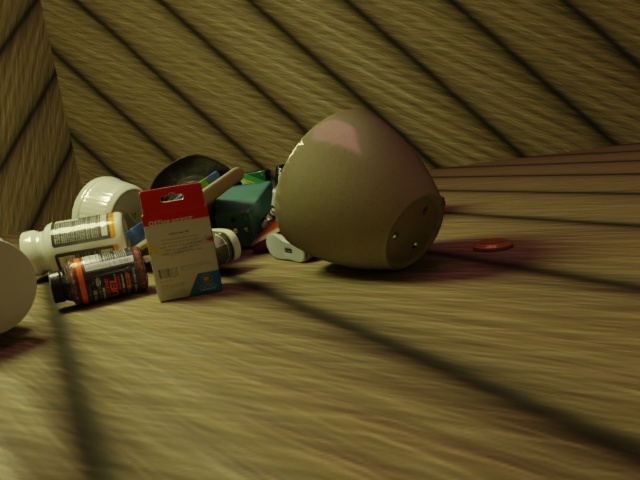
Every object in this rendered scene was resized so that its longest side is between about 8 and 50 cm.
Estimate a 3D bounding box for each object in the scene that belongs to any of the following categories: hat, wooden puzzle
[{"bbox_3d":[-0.417,-0.115,1.859,0.331,0.332,0.134,-8,33,5],"label":"hat"},{"bbox_3d":[-0.406,-0.076,1.564,0.347,0.081,0.322,-28,13,50],"label":"wooden puzzle"}]

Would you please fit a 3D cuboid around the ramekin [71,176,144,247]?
[{"bbox_3d":[-0.664,-0.072,1.839,0.127,0.273,0.273,8,15,21],"label":"ramekin"}]

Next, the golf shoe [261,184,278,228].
[{"bbox_3d":[-0.127,-0.068,1.623,0.093,0.198,0.077,-26,46,-20],"label":"golf shoe"}]

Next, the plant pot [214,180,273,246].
[{"bbox_3d":[-0.234,-0.067,1.718,0.165,0.166,0.234,-7,18,7],"label":"plant pot"}]

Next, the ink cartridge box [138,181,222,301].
[{"bbox_3d":[-0.292,-0.001,1.180,0.134,0.231,0.078,-10,10,-10],"label":"ink cartridge box"}]

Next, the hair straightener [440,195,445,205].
[{"bbox_3d":[0.295,-0.112,1.875,0.230,0.047,0.089,-13,10,-1],"label":"hair straightener"}]

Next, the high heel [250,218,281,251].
[{"bbox_3d":[0.000,-0.016,1.545,0.377,0.181,0.127,-26,22,13],"label":"high heel"}]

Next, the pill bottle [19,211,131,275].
[{"bbox_3d":[-0.706,0.015,1.635,0.278,0.162,0.162,-10,10,-13],"label":"pill bottle"}]

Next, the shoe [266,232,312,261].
[{"bbox_3d":[-0.059,0.013,1.406,0.081,0.064,0.178,-14,17,-35],"label":"shoe"}]

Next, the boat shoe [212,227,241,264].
[{"bbox_3d":[-0.328,0.025,1.418,0.304,0.109,0.091,-3,17,44],"label":"boat shoe"}]

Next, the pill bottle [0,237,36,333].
[{"bbox_3d":[-0.739,0.084,1.092,0.407,0.229,0.229,-1,13,36],"label":"pill bottle"}]

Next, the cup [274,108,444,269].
[{"bbox_3d":[0.109,-0.070,1.146,0.331,0.331,0.237,-17,39,-38],"label":"cup"}]

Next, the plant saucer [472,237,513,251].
[{"bbox_3d":[0.369,0.008,1.202,0.083,0.013,0.083,-8,11,2],"label":"plant saucer"}]

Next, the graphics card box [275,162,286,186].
[{"bbox_3d":[0.057,-0.210,1.793,0.370,0.094,0.232,-7,-11,44],"label":"graphics card box"}]

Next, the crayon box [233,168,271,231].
[{"bbox_3d":[-0.330,-0.135,2.036,0.322,0.203,0.083,-7,11,11],"label":"crayon box"}]

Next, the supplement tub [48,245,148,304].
[{"bbox_3d":[-0.493,0.083,1.250,0.197,0.106,0.106,-14,11,-24],"label":"supplement tub"}]
